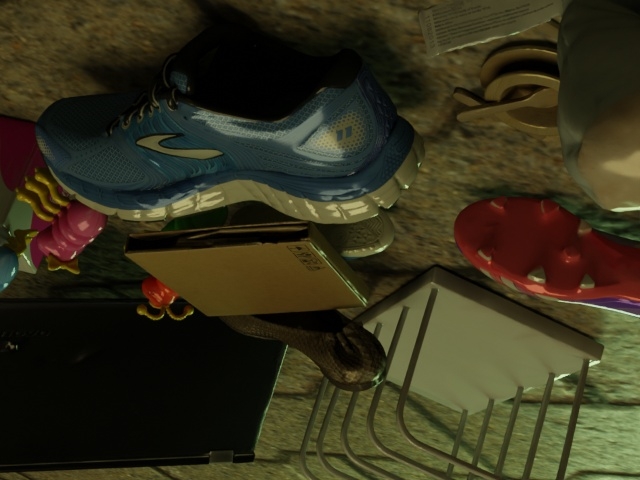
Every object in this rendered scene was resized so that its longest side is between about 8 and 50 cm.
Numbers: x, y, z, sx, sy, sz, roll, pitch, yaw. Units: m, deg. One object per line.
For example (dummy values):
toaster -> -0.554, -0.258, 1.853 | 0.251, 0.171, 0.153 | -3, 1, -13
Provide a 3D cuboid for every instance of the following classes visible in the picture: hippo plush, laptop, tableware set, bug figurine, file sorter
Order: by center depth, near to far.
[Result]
hippo plush -> 0.229, -0.072, 0.657 | 0.294, 0.234, 0.236 | -9, 143, 44
tableware set -> 0.198, -0.075, 0.900 | 0.194, 0.039, 0.128 | 25, 154, -12
bug figurine -> -0.194, 0.010, 1.160 | 0.279, 0.072, 0.216 | 1, 153, -35
file sorter -> 0.117, 0.177, 1.309 | 0.193, 0.173, 0.278 | 25, 155, -13
laptop -> -0.269, 0.145, 1.523 | 0.382, 0.236, 0.408 | 2, -172, -18

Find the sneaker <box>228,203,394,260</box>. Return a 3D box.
sneaker -> 0.000, -0.001, 1.170 | 0.152, 0.058, 0.084 | -3, 161, 16

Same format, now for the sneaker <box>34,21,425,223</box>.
sneaker -> -0.087, -0.103, 0.977 | 0.330, 0.129, 0.147 | 0, 135, 29

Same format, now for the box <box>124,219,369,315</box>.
box -> -0.060, 0.029, 1.134 | 0.164, 0.021, 0.201 | -4, 161, 15

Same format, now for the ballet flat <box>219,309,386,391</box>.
ballet flat -> -0.027, 0.073, 1.262 | 0.250, 0.084, 0.058 | 29, 140, 46

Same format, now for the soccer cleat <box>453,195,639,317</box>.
soccer cleat -> 0.229, 0.027, 1.045 | 0.248, 0.083, 0.095 | 12, 159, 9

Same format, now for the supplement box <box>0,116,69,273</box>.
supplement box -> -0.368, -0.060, 1.236 | 0.220, 0.111, 0.114 | 13, 154, 13
